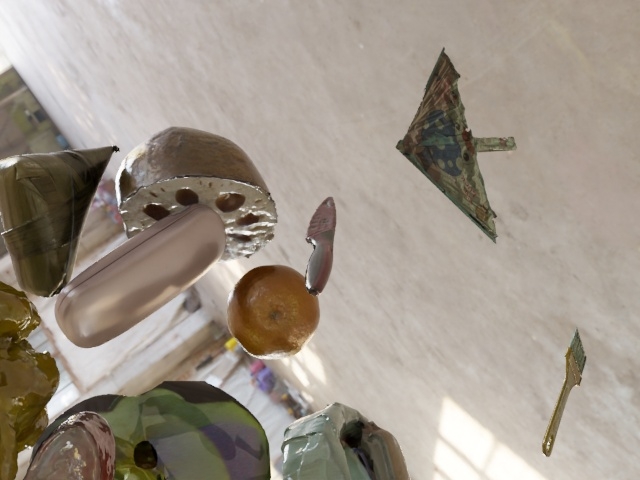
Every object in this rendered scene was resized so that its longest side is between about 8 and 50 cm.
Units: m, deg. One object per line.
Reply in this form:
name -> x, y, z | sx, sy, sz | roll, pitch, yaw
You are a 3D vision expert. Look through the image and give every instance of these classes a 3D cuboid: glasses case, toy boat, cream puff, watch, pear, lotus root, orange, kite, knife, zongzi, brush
glasses case -> -0.267, 0.051, 1.123 | 0.075, 0.296, 0.113 | 30, 144, 36
toy boat -> -0.311, 0.323, 0.933 | 0.096, 0.206, 0.282 | 12, 164, -7
cream puff -> -0.445, 0.184, 0.874 | 0.324, 0.291, 0.257 | 50, -153, 18
watch -> 0.027, 0.362, 1.127 | 0.241, 0.161, 0.253 | 51, -165, -38
pear -> -0.285, 0.430, 1.237 | 0.399, 0.398, 0.165 | 41, 136, 38
lotus root -> -0.215, -0.082, 1.264 | 0.272, 0.272, 0.192 | 71, 180, -49
orange -> -0.080, 0.118, 1.222 | 0.159, 0.159, 0.136 | 53, 174, 0
kite -> 0.272, -0.187, 1.412 | 0.014, 0.368, 0.406 | -21, 81, 48
knife -> 0.000, 0.000, 0.835 | 0.247, 0.035, 0.018 | -82, -24, -65
zongzi -> -0.403, -0.037, 1.187 | 0.112, 0.242, 0.221 | 1, 103, 28
brush -> 0.386, 0.245, 1.163 | 0.010, 0.218, 0.083 | 1, 135, 38
